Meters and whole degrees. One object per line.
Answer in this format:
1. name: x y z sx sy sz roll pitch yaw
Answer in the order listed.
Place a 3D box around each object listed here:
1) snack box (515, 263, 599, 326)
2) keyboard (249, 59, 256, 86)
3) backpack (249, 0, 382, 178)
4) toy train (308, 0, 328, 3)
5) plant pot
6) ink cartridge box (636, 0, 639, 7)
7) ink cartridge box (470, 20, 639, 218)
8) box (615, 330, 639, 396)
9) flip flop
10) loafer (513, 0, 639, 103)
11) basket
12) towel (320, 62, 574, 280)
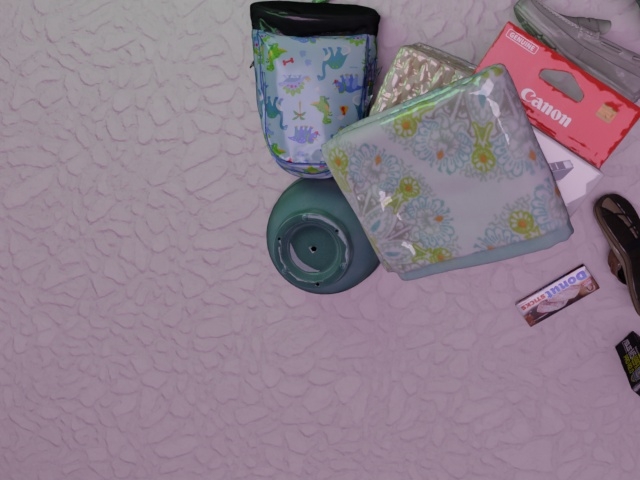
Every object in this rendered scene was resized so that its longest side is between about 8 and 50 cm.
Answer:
1. snack box: 0.539 0.126 1.588 0.178 0.022 0.064 -35 93 20
2. keyboard: -0.095 -0.437 1.595 0.100 0.038 0.192 18 109 -16
3. backpack: -0.016 -0.313 1.503 0.289 0.273 0.356 3 119 -6
4. toy train: -0.007 -0.530 1.545 0.083 0.024 0.017 -18 100 18
5. plant pot: 0.000 0.000 1.595 0.292 0.196 0.293 3 105 13
6. ink cartridge box: 0.790 -0.512 1.278 0.385 0.091 0.308 -34 110 17
7. ink cartridge box: 0.376 -0.199 1.239 0.296 0.066 0.261 34 110 4
8. box: 0.768 0.337 1.486 0.270 0.216 0.060 40 111 1
9. flip flop: 0.661 0.033 1.503 0.112 0.080 0.277 -24 84 -20
10. loafer: 0.536 -0.403 1.407 0.319 0.112 0.111 35 105 -5
11. basket: 0.260 -0.205 1.442 0.328 0.266 0.332 26 107 7
12. towel: 0.215 -0.099 1.239 0.374 0.090 0.321 -17 112 36
